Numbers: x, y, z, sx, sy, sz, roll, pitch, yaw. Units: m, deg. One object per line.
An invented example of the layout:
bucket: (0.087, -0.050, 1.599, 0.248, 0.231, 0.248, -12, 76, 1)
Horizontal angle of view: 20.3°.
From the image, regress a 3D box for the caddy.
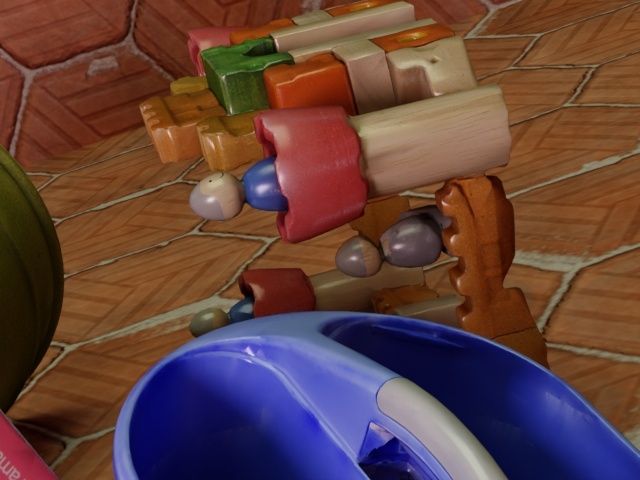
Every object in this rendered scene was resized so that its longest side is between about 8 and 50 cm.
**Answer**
caddy: (0.046, 0.154, 0.803, 0.241, 0.179, 0.341, -11, 35, -28)

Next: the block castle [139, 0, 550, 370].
block castle: (0.000, 0.000, 1.312, 0.213, 0.303, 0.453, -13, 17, -7)

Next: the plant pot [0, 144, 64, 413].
plant pot: (-0.406, 0.110, 1.368, 0.366, 0.366, 0.353, -15, 29, 10)

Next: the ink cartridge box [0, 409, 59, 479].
ink cartridge box: (-0.324, 0.237, 0.905, 0.279, 0.160, 0.384, 9, 51, 49)
